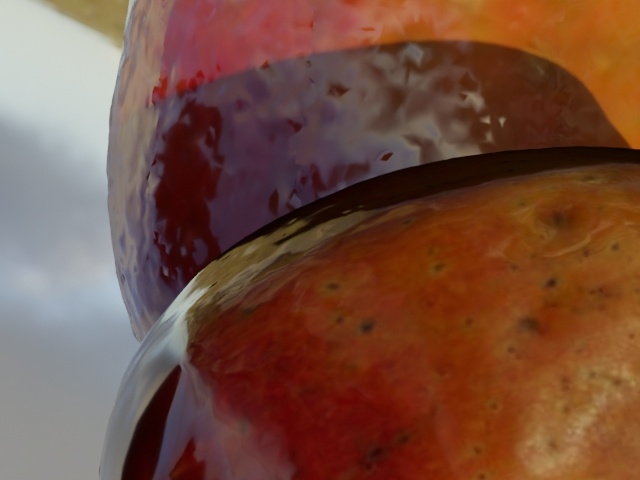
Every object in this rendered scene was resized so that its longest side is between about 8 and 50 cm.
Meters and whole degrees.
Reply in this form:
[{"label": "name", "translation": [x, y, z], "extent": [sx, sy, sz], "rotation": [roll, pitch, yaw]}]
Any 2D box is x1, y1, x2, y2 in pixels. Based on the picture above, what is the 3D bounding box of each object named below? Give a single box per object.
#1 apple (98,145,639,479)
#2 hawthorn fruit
[{"label": "apple", "translation": [0.036, 0.050, 0.425], "extent": [0.147, 0.158, 0.156], "rotation": [62, -171, 20]}, {"label": "hawthorn fruit", "translation": [0.047, 0.004, 0.662], "extent": [0.284, 0.369, 0.285], "rotation": [21, 167, 5]}]
